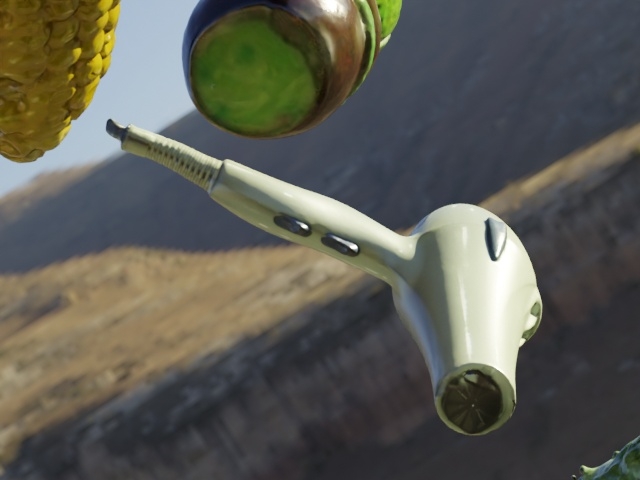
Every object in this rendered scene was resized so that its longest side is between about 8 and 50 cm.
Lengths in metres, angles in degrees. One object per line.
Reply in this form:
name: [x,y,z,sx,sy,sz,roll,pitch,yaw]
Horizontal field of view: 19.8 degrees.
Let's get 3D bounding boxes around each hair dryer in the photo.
hair dryer: [0.011,0.011,0.760,0.067,0.199,0.167,-63,22,19]

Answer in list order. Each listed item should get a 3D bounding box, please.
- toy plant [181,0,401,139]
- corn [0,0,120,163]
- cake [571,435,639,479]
toy plant: [-0.011,-0.113,0.919,0.093,0.093,0.162,-32,14,28]
corn: [-0.100,-0.132,0.575,0.097,0.097,0.262,-33,-30,-34]
cake: [0.195,0.096,0.739,0.235,0.100,0.099,-44,39,27]
